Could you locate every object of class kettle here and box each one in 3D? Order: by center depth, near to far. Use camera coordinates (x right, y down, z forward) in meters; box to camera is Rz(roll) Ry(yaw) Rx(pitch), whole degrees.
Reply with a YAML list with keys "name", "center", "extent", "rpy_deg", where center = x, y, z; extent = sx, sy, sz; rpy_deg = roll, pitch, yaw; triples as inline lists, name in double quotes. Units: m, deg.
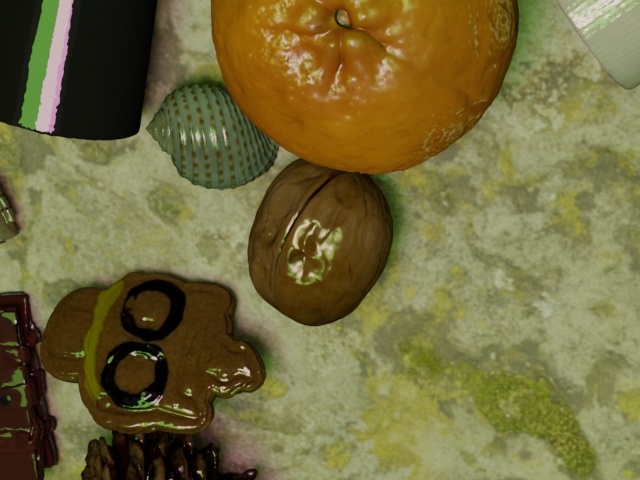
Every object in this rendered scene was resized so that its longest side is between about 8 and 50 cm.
- name: "kettle"
  center: [-0.293, -0.298, 1.609]
  extent: [0.203, 0.262, 0.308]
  rpy_deg: [5, 108, -25]

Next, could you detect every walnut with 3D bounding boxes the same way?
- name: "walnut"
  center: [0.000, 0.000, 1.621]
  extent: [0.167, 0.167, 0.207]
  rpy_deg: [23, 108, 6]

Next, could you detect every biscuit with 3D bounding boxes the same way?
- name: "biscuit"
  center: [-0.209, 0.139, 1.712]
  extent: [0.290, 0.041, 0.208]
  rpy_deg: [9, 70, 11]

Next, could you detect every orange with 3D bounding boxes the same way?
- name: "orange"
  center: [0.043, -0.237, 1.466]
  extent: [0.341, 0.293, 0.340]
  rpy_deg: [4, 106, 13]

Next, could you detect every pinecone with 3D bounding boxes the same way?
- name: "pinecone"
  center: [-0.200, 0.353, 1.735]
  extent: [0.257, 0.243, 0.243]
  rpy_deg: [20, 110, 4]

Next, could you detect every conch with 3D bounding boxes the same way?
- name: "conch"
  center: [-0.130, -0.116, 1.651]
  extent: [0.153, 0.102, 0.135]
  rpy_deg: [17, 124, 7]

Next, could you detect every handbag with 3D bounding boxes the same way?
- name: "handbag"
  center: [-0.498, 0.201, 1.844]
  extent: [0.276, 0.084, 0.260]
  rpy_deg: [-1, 103, 13]

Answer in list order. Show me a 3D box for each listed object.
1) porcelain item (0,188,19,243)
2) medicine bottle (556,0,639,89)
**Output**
- name: "porcelain item"
  center: [-0.454, -0.094, 1.756]
  extent: [0.084, 0.054, 0.213]
  rpy_deg: [-16, 101, 15]
- name: "medicine bottle"
  center: [0.415, -0.333, 1.394]
  extent: [0.371, 0.211, 0.211]
  rpy_deg: [-35, 96, 20]
